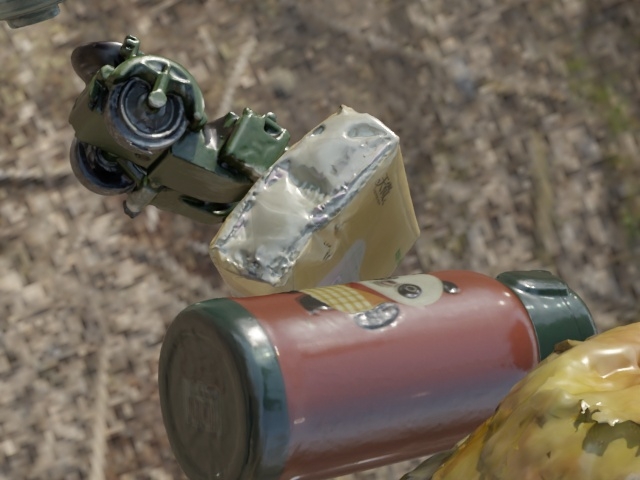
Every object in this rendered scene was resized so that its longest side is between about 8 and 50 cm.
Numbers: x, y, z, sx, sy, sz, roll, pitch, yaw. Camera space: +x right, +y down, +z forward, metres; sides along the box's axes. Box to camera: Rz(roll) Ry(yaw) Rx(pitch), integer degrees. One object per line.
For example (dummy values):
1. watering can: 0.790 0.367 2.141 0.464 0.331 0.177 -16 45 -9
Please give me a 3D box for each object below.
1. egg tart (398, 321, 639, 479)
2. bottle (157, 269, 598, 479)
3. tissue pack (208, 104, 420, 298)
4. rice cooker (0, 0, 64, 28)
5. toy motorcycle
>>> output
1. egg tart: 0.200 0.123 0.887 0.352 0.352 0.150 -18 117 -57
2. bottle: 0.055 0.095 1.386 0.336 0.144 0.144 -7 78 -34
3. tissue pack: 0.000 0.000 1.649 0.186 0.090 0.222 -49 161 -14
4. rice cooker: -0.257 -0.306 1.425 0.241 0.280 0.227 -51 140 -31
5. toy motorcycle: -0.112 -0.088 1.716 0.275 0.205 0.127 20 67 -16
